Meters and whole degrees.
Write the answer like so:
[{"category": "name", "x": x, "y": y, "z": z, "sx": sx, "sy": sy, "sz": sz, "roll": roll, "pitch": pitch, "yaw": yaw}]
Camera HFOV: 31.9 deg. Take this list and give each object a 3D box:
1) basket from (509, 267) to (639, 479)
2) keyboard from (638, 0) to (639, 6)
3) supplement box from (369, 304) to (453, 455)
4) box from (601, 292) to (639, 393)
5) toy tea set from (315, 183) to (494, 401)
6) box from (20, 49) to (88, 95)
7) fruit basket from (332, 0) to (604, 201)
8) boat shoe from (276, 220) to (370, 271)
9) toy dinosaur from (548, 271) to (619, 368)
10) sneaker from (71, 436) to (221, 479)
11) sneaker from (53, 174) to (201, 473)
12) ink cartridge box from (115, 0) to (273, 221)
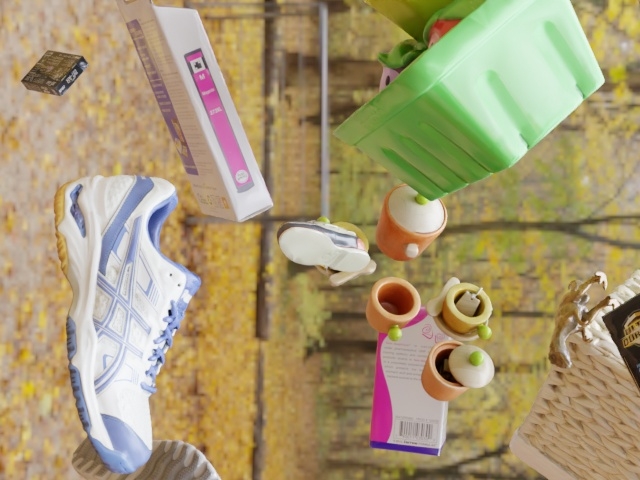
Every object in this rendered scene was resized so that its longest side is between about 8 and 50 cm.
[{"category": "basket", "x": 0.518, "y": 0.241, "z": 1.666, "sx": 0.328, "sy": 0.331, "sz": 0.266, "roll": -29, "pitch": 143, "yaw": -45}, {"category": "keyboard", "x": 0.279, "y": -0.295, "z": 0.990, "sx": 0.072, "sy": 0.014, "sz": 0.256, "roll": 4, "pitch": 74, "yaw": -56}, {"category": "supplement box", "x": 0.145, "y": 0.210, "z": 1.740, "sx": 0.114, "sy": 0.111, "sz": 0.220, "roll": -4, "pitch": 99, "yaw": -79}, {"category": "box", "x": 0.498, "y": 0.140, "z": 1.223, "sx": 0.073, "sy": 0.295, "sz": 0.293, "roll": 7, "pitch": 53, "yaw": -47}, {"category": "toy tea set", "x": 0.146, "y": 0.057, "z": 1.567, "sx": 0.336, "sy": 0.200, "sz": 0.124, "roll": 51, "pitch": -33, "yaw": 19}, {"category": "box", "x": -0.384, "y": -0.242, "z": 1.618, "sx": 0.067, "sy": 0.083, "sz": 0.018, "roll": -57, "pitch": 139, "yaw": -24}, {"category": "fruit basket", "x": 0.139, "y": -0.265, "z": 1.397, "sx": 0.392, "sy": 0.283, "sz": 0.392, "roll": 45, "pitch": -14, "yaw": 15}, {"category": "boat shoe", "x": 0.000, "y": 0.000, "z": 1.235, "sx": 0.137, "sy": 0.049, "sz": 0.043, "roll": 16, "pitch": 41, "yaw": -45}, {"category": "toy dinosaur", "x": 0.345, "y": 0.083, "z": 1.508, "sx": 0.064, "sy": 0.112, "sz": 0.211, "roll": 49, "pitch": 38, "yaw": -12}, {"category": "sneaker", "x": -0.175, "y": 0.293, "z": 1.301, "sx": 0.105, "sy": 0.281, "sz": 0.115, "roll": -49, "pitch": 125, "yaw": -17}, {"category": "sneaker", "x": -0.179, "y": 0.075, "z": 1.097, "sx": 0.112, "sy": 0.130, "sz": 0.297, "roll": 107, "pitch": -25, "yaw": -81}, {"category": "ink cartridge box", "x": -0.185, "y": -0.207, "z": 1.561, "sx": 0.175, "sy": 0.069, "sz": 0.371, "roll": 14, "pitch": -51, "yaw": 67}]
